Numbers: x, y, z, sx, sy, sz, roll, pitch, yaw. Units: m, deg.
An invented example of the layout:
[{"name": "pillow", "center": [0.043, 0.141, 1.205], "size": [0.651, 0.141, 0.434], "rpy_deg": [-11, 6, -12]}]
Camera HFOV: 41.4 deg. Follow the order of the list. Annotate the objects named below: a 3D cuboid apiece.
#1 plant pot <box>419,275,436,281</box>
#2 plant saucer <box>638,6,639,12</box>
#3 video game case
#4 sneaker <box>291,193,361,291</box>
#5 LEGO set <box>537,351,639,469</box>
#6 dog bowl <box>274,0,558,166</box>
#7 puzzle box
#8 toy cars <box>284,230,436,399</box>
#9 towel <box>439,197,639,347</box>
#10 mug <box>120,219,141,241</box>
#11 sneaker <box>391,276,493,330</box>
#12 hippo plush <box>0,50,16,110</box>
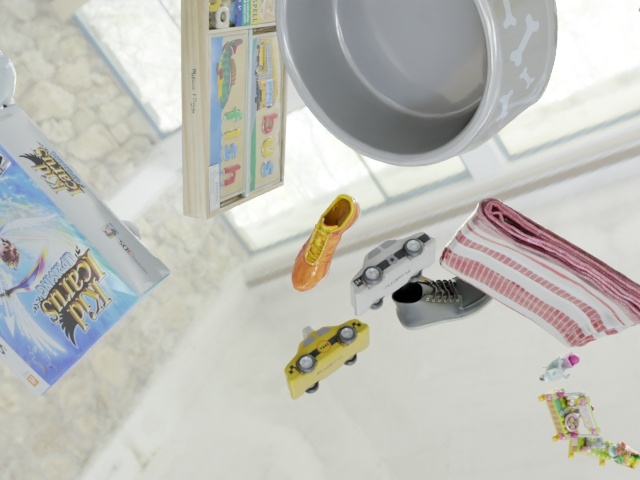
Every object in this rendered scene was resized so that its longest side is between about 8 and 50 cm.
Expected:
[{"name": "plant pot", "center": [0.312, 0.136, 2.197], "size": [0.032, 0.236, 0.236], "rpy_deg": [-65, -157, -2]}, {"name": "plant saucer", "center": [0.683, -0.406, 1.560], "size": [0.067, 0.192, 0.018], "rpy_deg": [-62, 178, 5]}, {"name": "video game case", "center": [-0.331, 0.024, 0.956], "size": [0.269, 0.244, 0.061], "rpy_deg": [-40, -176, 38]}, {"name": "sneaker", "center": [0.000, 0.000, 1.348], "size": [0.175, 0.064, 0.067], "rpy_deg": [-61, 157, -3]}, {"name": "LEGO set", "center": [0.523, 0.352, 1.601], "size": [0.132, 0.287, 0.107], "rpy_deg": [-43, -170, -29]}, {"name": "dog bowl", "center": [0.093, -0.242, 0.986], "size": [0.349, 0.348, 0.102], "rpy_deg": [-13, -161, 48]}, {"name": "puzzle box", "center": [-0.141, -0.262, 1.476], "size": [0.052, 0.408, 0.272], "rpy_deg": [13, -157, 25]}, {"name": "toy cars", "center": [0.057, 0.124, 1.551], "size": [0.393, 0.087, 0.176], "rpy_deg": [-54, 150, 17]}, {"name": "towel", "center": [0.275, 0.055, 1.093], "size": [0.037, 0.237, 0.329], "rpy_deg": [-57, 174, -11]}, {"name": "mug", "center": [-0.389, -0.005, 1.627], "size": [0.064, 0.078, 0.062], "rpy_deg": [-29, -148, 57]}, {"name": "sneaker", "center": [0.258, 0.111, 1.738], "size": [0.222, 0.118, 0.083], "rpy_deg": [-23, -123, 4]}, {"name": "hippo plush", "center": [-0.608, -0.204, 1.352], "size": [0.237, 0.294, 0.234], "rpy_deg": [7, -158, 0]}]
